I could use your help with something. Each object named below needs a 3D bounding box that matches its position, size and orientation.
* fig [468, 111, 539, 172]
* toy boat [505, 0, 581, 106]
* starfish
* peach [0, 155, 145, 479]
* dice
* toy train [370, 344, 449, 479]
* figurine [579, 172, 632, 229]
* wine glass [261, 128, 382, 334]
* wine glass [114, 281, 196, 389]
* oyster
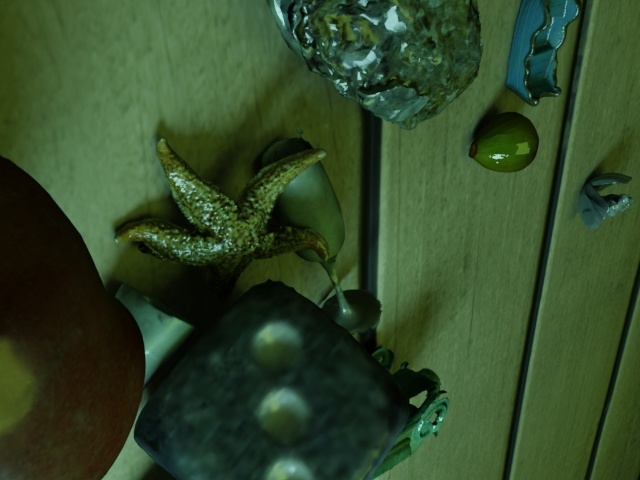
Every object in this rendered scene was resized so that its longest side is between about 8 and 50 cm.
[{"bbox_3d":[0.220,-0.116,1.093,0.088,0.074,0.074,-16,130,-20],"label":"fig"},{"bbox_3d":[0.276,-0.250,1.056,0.075,0.077,0.186,-24,132,-41],"label":"toy boat"},{"bbox_3d":[-0.064,-0.020,0.767,0.176,0.053,0.208,-47,139,9],"label":"starfish"},{"bbox_3d":[-0.225,0.075,0.497,0.252,0.252,0.252,-32,137,-36],"label":"peach"},{"bbox_3d":[-0.044,0.159,0.793,0.183,0.182,0.181,-48,174,-19],"label":"dice"},{"bbox_3d":[0.034,0.249,1.061,0.307,0.126,0.190,-18,128,-47],"label":"toy train"},{"bbox_3d":[0.459,-0.066,1.430,0.086,0.094,0.082,-13,88,-14],"label":"figurine"},{"bbox_3d":[0.000,0.000,0.887,0.074,0.074,0.262,-46,143,-21],"label":"wine glass"},{"bbox_3d":[-0.172,0.116,0.740,0.155,0.073,0.073,-57,147,-2],"label":"wine glass"},{"bbox_3d":[0.049,-0.197,0.758,0.162,0.158,0.351,-16,152,9],"label":"oyster"}]
